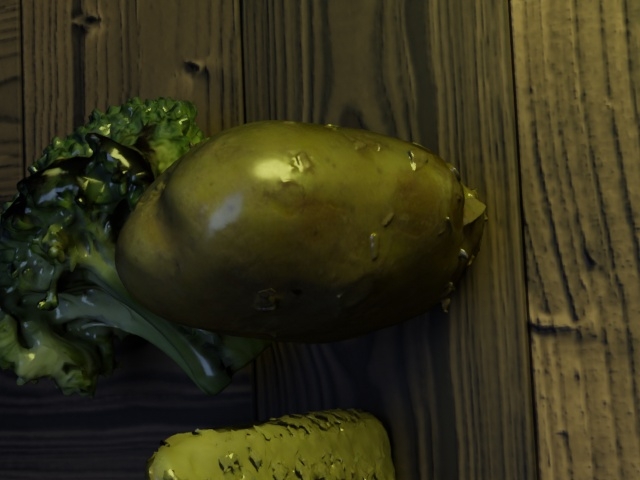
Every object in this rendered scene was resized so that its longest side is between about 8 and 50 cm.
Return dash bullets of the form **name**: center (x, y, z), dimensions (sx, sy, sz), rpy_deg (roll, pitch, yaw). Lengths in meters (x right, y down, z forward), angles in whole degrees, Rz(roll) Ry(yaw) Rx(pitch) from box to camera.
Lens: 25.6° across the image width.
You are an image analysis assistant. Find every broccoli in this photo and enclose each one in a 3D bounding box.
- **broccoli**: center (-0.150, 0.024, 1.142), dimensions (0.263, 0.247, 0.243), rpy_deg (-41, 84, -17)

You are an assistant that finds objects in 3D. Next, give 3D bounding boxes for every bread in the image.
- **bread**: center (-0.085, 0.258, 1.045), dimensions (0.279, 0.315, 0.249), rpy_deg (-16, 76, 37)

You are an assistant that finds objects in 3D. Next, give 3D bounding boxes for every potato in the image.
- **potato**: center (0.000, 0.000, 1.021), dimensions (0.192, 0.296, 0.141), rpy_deg (-53, 50, 43)
